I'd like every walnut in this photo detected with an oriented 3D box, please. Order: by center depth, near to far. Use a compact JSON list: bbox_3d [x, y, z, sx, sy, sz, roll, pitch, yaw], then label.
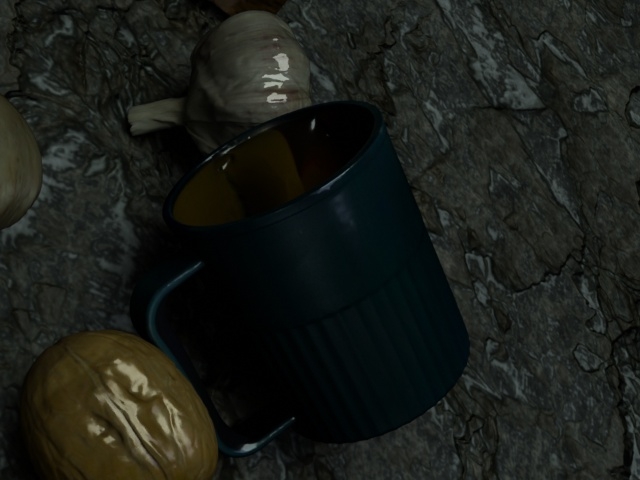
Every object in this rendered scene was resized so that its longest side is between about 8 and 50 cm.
[{"bbox_3d":[-0.193,0.178,1.154,0.197,0.165,0.165,46,43,6],"label":"walnut"}]

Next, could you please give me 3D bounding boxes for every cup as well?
[{"bbox_3d":[-0.007,0.055,1.274,0.308,0.242,0.292,-53,126,-42],"label":"cup"}]

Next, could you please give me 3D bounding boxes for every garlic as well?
[{"bbox_3d":[-0.119,-0.159,1.434,0.212,0.218,0.218,-7,64,-11],"label":"garlic"}]

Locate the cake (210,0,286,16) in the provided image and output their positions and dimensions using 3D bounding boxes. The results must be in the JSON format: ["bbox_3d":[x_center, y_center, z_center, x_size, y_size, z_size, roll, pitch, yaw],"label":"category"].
[{"bbox_3d":[-0.132,-0.442,1.592,0.293,0.196,0.198,30,46,-15],"label":"cake"}]

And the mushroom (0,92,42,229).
[{"bbox_3d":[-0.389,-0.016,1.089,0.293,0.292,0.290,-5,98,-41],"label":"mushroom"}]
